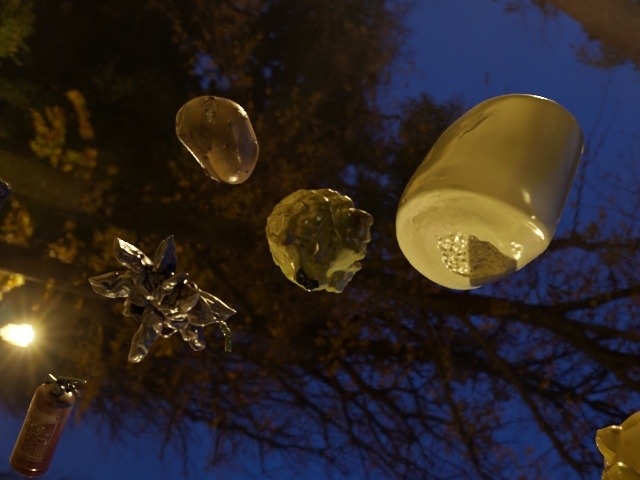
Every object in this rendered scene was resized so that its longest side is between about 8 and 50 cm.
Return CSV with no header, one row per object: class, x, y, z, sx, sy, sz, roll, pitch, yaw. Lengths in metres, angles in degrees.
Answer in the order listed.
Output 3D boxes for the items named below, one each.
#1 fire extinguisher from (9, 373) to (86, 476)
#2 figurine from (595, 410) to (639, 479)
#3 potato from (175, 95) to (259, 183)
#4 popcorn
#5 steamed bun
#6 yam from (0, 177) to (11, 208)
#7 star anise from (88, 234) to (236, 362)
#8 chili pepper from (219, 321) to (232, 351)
fire extinguisher,-0.632,0.418,2.026,0.269,0.104,0.105,-64,-154,17
figurine,0.607,0.405,1.380,0.340,0.323,0.232,46,-52,36
potato,-0.185,-0.188,1.603,0.137,0.176,0.137,-32,-162,11
popcorn,-0.004,0.001,2.189,0.237,0.292,0.293,148,-47,-64
steamed bun,0.361,-0.124,1.965,0.371,0.289,0.456,-60,-171,-29
yam,-0.759,-0.017,1.882,0.274,0.061,0.061,-63,-158,-15
star anise,-0.293,0.107,1.610,0.212,0.283,0.129,-20,-158,18
chili pepper,-0.242,0.245,2.238,0.027,0.022,0.083,-16,-92,45
